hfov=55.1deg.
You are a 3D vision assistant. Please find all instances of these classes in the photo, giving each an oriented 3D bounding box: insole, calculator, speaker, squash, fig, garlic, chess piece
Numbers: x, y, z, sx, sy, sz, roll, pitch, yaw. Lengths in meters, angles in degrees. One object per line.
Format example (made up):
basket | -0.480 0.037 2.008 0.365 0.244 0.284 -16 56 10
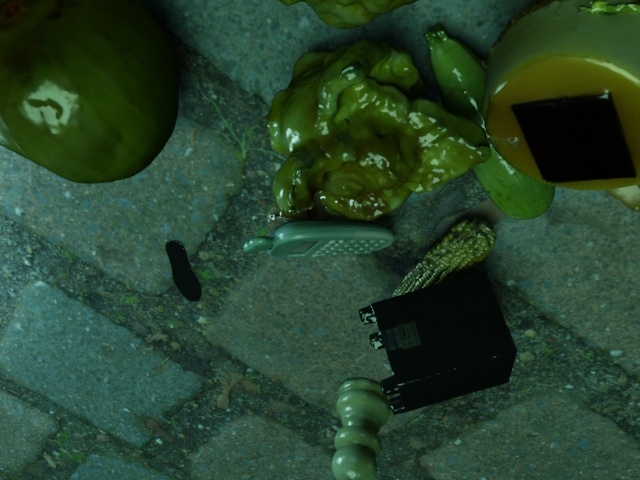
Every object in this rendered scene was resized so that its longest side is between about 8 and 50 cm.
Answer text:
insole | -0.322 0.074 1.435 0.064 0.004 0.188 1 128 13
calculator | 0.000 0.000 1.182 0.295 0.042 0.184 -1 167 -18
speaker | 0.228 0.205 1.205 0.254 0.184 0.232 -17 151 4
squash | 0.280 -0.185 1.002 0.118 0.118 0.370 -22 117 28
fig | -0.381 -0.248 1.004 0.343 0.343 0.343 7 129 9
garlic | -0.021 -0.057 1.197 0.174 0.099 0.124 0 145 13
chess piece | 0.091 0.479 1.493 0.144 0.251 0.144 7 130 9

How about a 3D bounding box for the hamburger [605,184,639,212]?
hamburger | 0.530 -0.146 0.956 0.155 0.135 0.207 30 127 -12

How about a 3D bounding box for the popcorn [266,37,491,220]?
popcorn | 0.064 -0.186 0.950 0.321 0.290 0.325 -20 146 9

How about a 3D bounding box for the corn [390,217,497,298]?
corn | 0.240 0.052 1.222 0.086 0.086 0.288 31 131 -11

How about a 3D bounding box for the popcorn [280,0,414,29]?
popcorn | 0.022 -0.403 0.755 0.334 0.292 0.293 10 131 -9

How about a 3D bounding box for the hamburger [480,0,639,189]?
hamburger | 0.359 -0.199 0.810 0.294 0.179 0.276 -2 142 44
